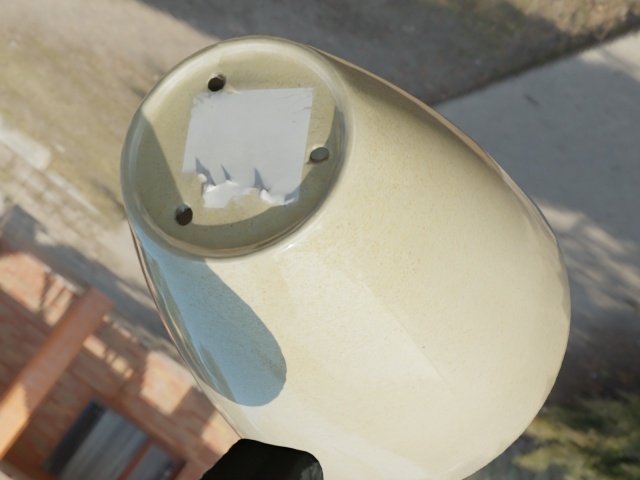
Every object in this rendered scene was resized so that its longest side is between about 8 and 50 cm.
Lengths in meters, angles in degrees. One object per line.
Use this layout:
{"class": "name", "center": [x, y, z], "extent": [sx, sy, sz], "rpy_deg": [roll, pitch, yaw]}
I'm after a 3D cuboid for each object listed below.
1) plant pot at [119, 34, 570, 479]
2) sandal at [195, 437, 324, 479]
{"class": "plant pot", "center": [0.000, 0.000, 0.744], "extent": [0.256, 0.256, 0.274], "rpy_deg": [30, 170, 27]}
{"class": "sandal", "center": [-0.090, 0.175, 0.437], "extent": [0.107, 0.167, 0.446], "rpy_deg": [7, -178, 10]}
